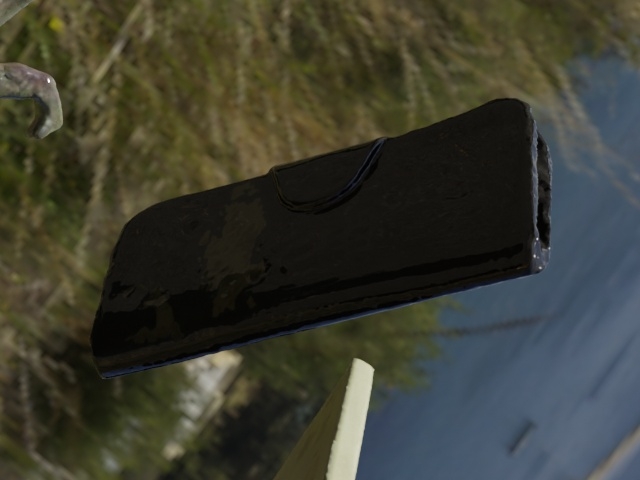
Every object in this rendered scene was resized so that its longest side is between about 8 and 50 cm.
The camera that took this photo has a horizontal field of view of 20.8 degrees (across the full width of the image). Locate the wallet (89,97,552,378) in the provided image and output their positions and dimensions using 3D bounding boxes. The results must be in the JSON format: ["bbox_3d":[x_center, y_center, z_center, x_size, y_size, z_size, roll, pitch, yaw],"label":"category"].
[{"bbox_3d":[0.000,0.000,0.567,0.082,0.156,0.018,-81,150,-44],"label":"wallet"}]

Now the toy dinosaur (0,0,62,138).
[{"bbox_3d":[-0.292,-0.110,1.215,0.294,0.077,0.162,-28,113,-32],"label":"toy dinosaur"}]

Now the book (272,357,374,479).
[{"bbox_3d":[-0.061,0.213,0.835,0.295,0.020,0.208,-58,-175,20],"label":"book"}]
